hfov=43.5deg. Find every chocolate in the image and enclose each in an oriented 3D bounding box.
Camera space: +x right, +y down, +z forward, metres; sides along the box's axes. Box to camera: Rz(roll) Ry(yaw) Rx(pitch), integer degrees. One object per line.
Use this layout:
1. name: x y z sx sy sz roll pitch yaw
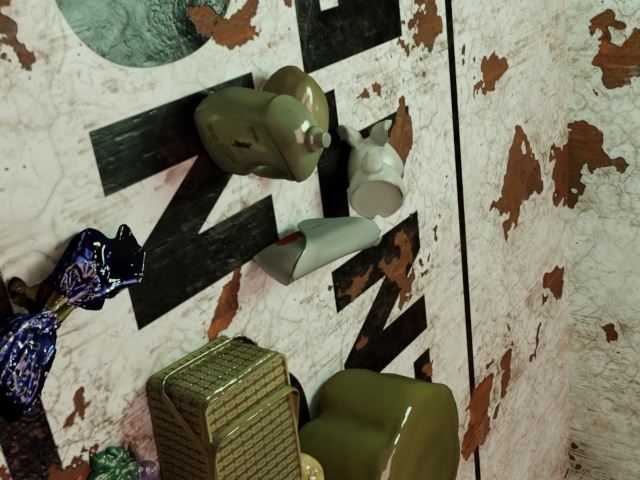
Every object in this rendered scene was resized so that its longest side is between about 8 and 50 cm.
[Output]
1. chocolate: -0.380 0.089 1.172 0.148 0.126 0.343 37 56 -6

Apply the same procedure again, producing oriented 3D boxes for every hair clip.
1. hair clip: -0.333 0.427 1.379 0.124 0.052 0.195 -43 124 -33

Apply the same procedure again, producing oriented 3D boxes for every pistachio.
1. pistachio: -0.051 -0.224 1.543 0.136 0.136 0.226 -28 127 -48

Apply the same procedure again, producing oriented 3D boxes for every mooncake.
1. mooncake: 0.135 0.525 1.859 0.467 0.262 0.467 -16 110 -53

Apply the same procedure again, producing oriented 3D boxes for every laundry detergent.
1. laundry detergent: -0.090 -0.177 1.378 0.091 0.253 0.181 -51 135 -35

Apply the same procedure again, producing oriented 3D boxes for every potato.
1. potato: -0.071 0.497 1.648 0.109 0.178 0.118 50 43 -4

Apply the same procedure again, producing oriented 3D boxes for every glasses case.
1. glasses case: -0.002 0.000 1.645 0.308 0.128 0.083 -23 125 -50

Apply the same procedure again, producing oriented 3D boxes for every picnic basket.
1. picnic basket: -0.165 0.355 1.471 0.228 0.175 0.313 -28 120 -47

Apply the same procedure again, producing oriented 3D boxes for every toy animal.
1. toy animal: 0.113 -0.155 1.736 0.178 0.127 0.193 67 17 -53
